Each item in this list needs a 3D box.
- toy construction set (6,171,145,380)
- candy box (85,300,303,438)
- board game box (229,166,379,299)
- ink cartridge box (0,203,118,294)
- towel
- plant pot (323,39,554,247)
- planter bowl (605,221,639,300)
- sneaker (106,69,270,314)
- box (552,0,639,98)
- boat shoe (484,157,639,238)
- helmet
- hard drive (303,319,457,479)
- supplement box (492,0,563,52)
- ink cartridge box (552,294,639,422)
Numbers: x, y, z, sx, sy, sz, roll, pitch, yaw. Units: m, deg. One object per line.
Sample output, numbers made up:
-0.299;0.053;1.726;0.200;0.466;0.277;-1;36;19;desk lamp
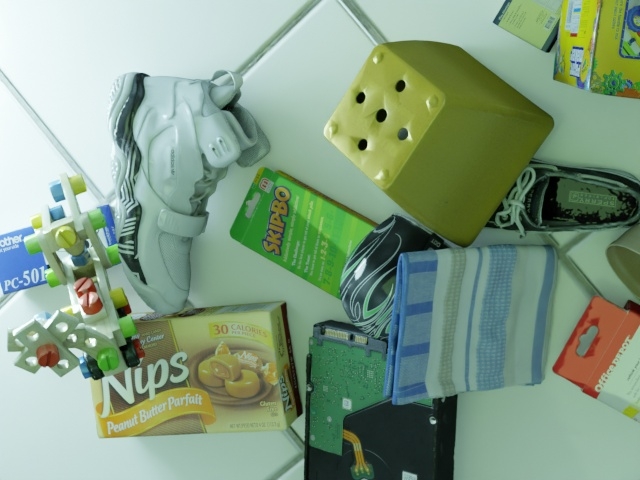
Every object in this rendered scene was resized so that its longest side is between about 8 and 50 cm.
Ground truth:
-0.344;0.076;1.625;0.151;0.328;0.215;-10;130;4;toy construction set
-0.199;0.200;1.748;0.316;0.087;0.183;-5;97;18;candy box
0.000;0.000;1.682;0.259;0.039;0.124;29;104;7;board game box
-0.421;0.015;1.807;0.207;0.046;0.097;-15;94;18;ink cartridge box
0.209;0.110;1.532;0.034;0.285;0.209;18;106;52;towel
0.135;-0.145;1.496;0.212;0.187;0.212;46;110;35;plant pot
0.472;0.025;1.491;0.162;0.162;0.109;44;82;6;planter bowl
-0.188;-0.075;1.672;0.210;0.137;0.366;-5;94;20;sneaker
0.442;-0.255;1.344;0.279;0.290;0.177;6;101;3;box
0.286;-0.055;1.549;0.306;0.105;0.113;10;102;15;boat shoe
0.105;0.060;1.571;0.169;0.169;0.161;35;86;9;helmet
0.084;0.300;1.654;0.237;0.064;0.339;8;103;37;hard drive
0.291;-0.308;1.531;0.083;0.056;0.083;32;106;9;supplement box
0.449;0.174;1.551;0.231;0.078;0.134;29;106;10;ink cartridge box
